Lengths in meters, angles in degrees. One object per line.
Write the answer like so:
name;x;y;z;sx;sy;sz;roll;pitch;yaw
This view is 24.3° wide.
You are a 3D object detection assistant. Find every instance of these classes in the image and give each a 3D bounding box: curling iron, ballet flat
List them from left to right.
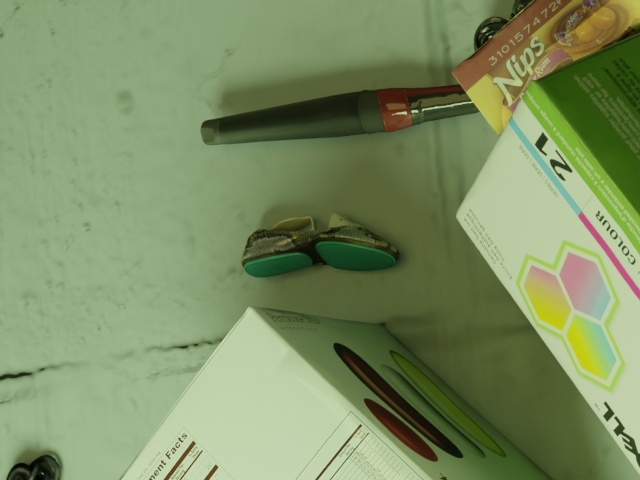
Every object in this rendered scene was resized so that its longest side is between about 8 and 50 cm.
ballet flat;0.000;0.000;1.002;0.114;0.041;0.041;-5;83;24
curling iron;0.045;-0.100;0.991;0.274;0.035;0.068;-14;75;23

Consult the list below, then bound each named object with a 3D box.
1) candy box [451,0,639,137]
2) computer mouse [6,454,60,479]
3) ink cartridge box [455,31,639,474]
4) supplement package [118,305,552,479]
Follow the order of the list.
candy box;0.158;-0.096;0.850;0.109;0.186;0.053;-40;69;17
computer mouse;-0.161;0.283;1.036;0.262;0.060;0.184;27;96;26
ink cartridge box;0.158;0.042;0.808;0.189;0.097;0.255;56;151;19
supplement package;0.027;0.162;0.883;0.203;0.194;0.149;42;102;23
